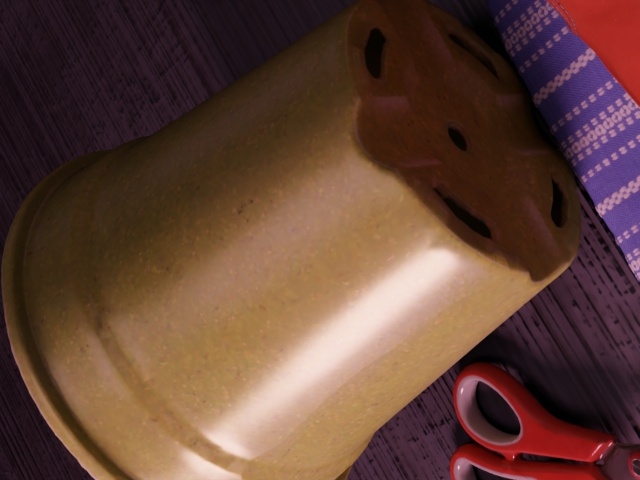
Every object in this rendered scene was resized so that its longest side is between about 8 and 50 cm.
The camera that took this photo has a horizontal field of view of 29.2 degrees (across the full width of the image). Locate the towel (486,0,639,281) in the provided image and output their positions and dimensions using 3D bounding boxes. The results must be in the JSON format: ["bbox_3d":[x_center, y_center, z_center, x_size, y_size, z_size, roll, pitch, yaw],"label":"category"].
[{"bbox_3d":[0.235,-0.048,0.595,0.243,0.040,0.336,-41,72,48],"label":"towel"}]

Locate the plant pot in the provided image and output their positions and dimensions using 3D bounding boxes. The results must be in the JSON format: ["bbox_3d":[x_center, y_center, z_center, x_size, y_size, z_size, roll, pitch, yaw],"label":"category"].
[{"bbox_3d":[0.000,0.000,0.717,0.254,0.276,0.276,-37,76,35],"label":"plant pot"}]

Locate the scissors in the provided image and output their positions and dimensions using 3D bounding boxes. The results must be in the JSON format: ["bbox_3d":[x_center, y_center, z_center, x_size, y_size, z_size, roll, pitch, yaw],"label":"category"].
[{"bbox_3d":[0.177,0.138,0.709,0.297,0.021,0.109,5,104,53],"label":"scissors"}]

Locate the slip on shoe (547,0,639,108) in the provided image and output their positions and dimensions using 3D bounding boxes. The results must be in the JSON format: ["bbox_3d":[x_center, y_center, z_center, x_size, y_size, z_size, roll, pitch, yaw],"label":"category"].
[{"bbox_3d":[0.136,-0.143,0.568,0.331,0.101,0.123,58,137,15],"label":"slip on shoe"}]
